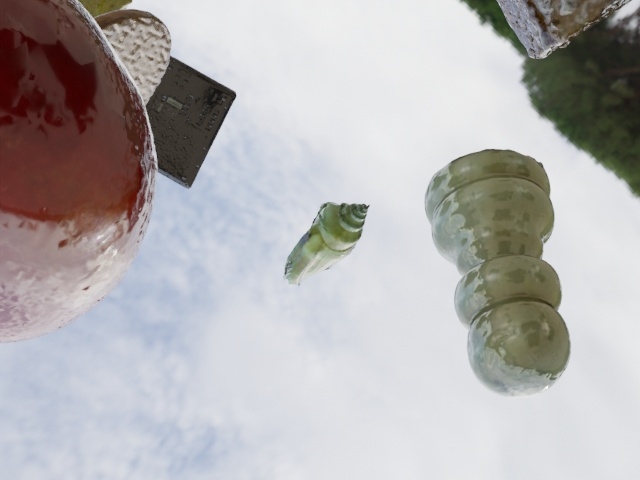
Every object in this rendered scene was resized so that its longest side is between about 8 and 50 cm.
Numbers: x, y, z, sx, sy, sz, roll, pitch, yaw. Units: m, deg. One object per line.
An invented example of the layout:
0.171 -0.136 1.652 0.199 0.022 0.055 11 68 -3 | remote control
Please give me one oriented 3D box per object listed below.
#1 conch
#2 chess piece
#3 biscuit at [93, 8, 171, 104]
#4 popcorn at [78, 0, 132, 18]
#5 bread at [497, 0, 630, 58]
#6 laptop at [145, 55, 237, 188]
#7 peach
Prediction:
0.004 0.001 1.381 0.079 0.201 0.095 49 -151 17 | conch
0.179 0.039 0.936 0.133 0.133 0.243 21 -135 -25 | chess piece
-0.282 -0.175 1.136 0.037 0.262 0.262 44 -142 10 | biscuit
-0.354 -0.364 1.431 0.168 0.195 0.173 15 -179 -42 | popcorn
0.272 -0.288 0.573 0.165 0.416 0.113 58 -173 1 | bread
-0.227 -0.187 1.526 0.129 0.180 0.016 29 -163 2 | laptop
-0.238 -0.038 0.668 0.258 0.362 0.201 -35 -135 -25 | peach
